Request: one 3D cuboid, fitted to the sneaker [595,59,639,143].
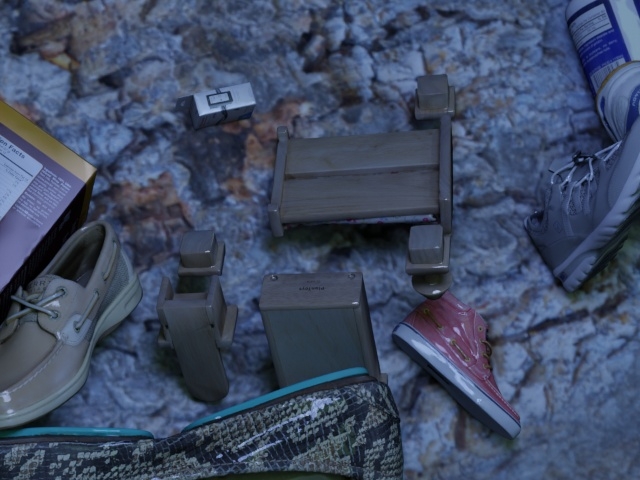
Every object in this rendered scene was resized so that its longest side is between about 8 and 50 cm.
[{"bbox_3d":[0.418,-0.067,1.908,0.112,0.131,0.296,-45,114,4],"label":"sneaker"}]

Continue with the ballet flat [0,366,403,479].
[{"bbox_3d":[-0.143,0.246,1.674,0.482,0.164,0.182,-8,72,-15],"label":"ballet flat"}]

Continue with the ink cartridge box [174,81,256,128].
[{"bbox_3d":[-0.118,-0.148,1.909,0.083,0.048,0.028,-13,77,-14],"label":"ink cartridge box"}]

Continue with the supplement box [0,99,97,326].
[{"bbox_3d":[-0.340,-0.010,1.748,0.129,0.191,0.194,36,71,0],"label":"supplement box"}]

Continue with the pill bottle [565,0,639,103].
[{"bbox_3d":[0.349,-0.248,2.000,0.112,0.112,0.187,-14,78,-15],"label":"pill bottle"}]

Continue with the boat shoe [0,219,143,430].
[{"bbox_3d":[-0.273,0.081,1.707,0.109,0.098,0.302,-3,27,24],"label":"boat shoe"}]

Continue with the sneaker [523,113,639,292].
[{"bbox_3d":[0.293,-0.055,1.852,0.115,0.281,0.105,44,52,14],"label":"sneaker"}]

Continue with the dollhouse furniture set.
[{"bbox_3d":[0.000,0.000,1.892,0.303,0.174,0.355,-2,44,9],"label":"dollhouse furniture set"}]

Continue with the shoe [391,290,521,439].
[{"bbox_3d":[0.168,0.132,1.879,0.178,0.063,0.081,42,76,7],"label":"shoe"}]
